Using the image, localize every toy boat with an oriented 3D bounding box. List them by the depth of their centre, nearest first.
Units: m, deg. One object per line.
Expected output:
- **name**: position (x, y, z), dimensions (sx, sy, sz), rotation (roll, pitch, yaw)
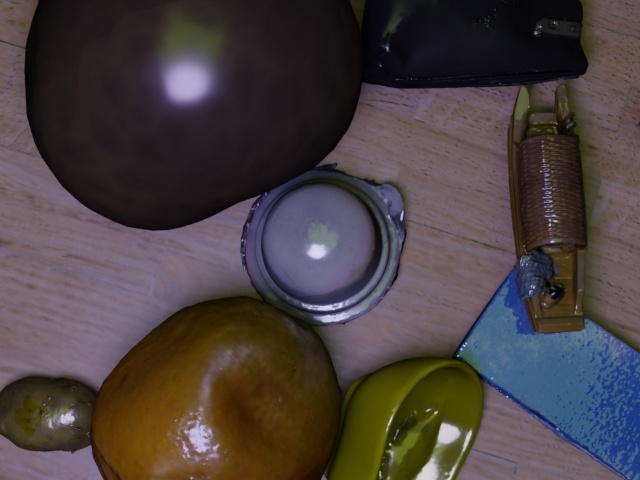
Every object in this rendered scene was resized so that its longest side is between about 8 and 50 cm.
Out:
- **toy boat**: position (0.276, -0.041, 1.761), dimensions (0.089, 0.115, 0.310), rotation (1, 73, -5)

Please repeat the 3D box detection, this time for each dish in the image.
- **dish**: position (0.080, 0.248, 1.741), dimensions (0.108, 0.221, 0.262), rotation (24, 95, 34)

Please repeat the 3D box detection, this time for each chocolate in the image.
- **chocolate**: position (0.008, 0.000, 1.756), dimensions (0.221, 0.147, 0.221), rotation (1, 83, -5)

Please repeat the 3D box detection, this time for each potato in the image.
- **potato**: position (-0.328, 0.211, 1.765), dimensions (0.138, 0.070, 0.091), rotation (3, 85, -2)

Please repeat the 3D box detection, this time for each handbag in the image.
- **handbag**: position (0.197, -0.338, 1.789), dimensions (0.288, 0.152, 0.342), rotation (8, 81, -9)

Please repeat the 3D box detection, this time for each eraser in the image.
- **eraser**: position (0.328, 0.177, 1.807), dimensions (0.312, 0.042, 0.144), rotation (35, 85, 0)

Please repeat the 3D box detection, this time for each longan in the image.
- **longan**: position (-0.147, -0.196, 1.675), dimensions (0.405, 0.336, 0.404), rotation (-7, 123, -12)

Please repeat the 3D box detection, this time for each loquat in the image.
- **loquat**: position (-0.121, 0.205, 1.685), dimensions (0.276, 0.276, 0.283), rotation (20, 69, -1)

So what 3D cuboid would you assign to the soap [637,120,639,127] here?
- **soap**: position (0.473, -0.130, 1.803), dimensions (0.149, 0.100, 0.056), rotation (30, 88, -1)
